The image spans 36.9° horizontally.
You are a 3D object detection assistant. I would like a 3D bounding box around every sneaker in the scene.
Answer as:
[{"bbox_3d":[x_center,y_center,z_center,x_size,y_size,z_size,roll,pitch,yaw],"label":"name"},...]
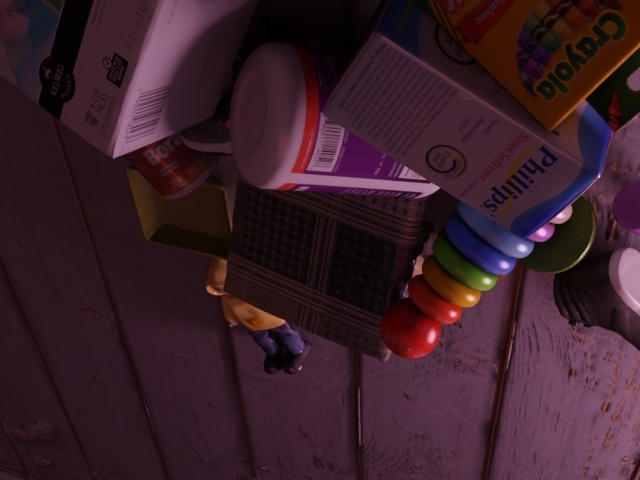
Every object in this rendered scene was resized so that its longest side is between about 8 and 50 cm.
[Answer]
[{"bbox_3d":[-0.104,-0.223,1.359,0.295,0.124,0.178,-10,135,25],"label":"sneaker"},{"bbox_3d":[0.468,0.117,1.474,0.147,0.104,0.296,-6,137,49],"label":"sneaker"}]

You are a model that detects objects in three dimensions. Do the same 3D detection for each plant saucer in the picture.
[{"bbox_3d":[-0.232,-0.057,1.679,0.188,0.045,0.188,13,139,16],"label":"plant saucer"}]

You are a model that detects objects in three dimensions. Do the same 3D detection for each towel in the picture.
[{"bbox_3d":[0.000,0.000,1.497,0.324,0.056,0.312,22,120,22],"label":"towel"}]

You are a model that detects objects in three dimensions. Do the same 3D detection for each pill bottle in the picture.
[{"bbox_3d":[-0.266,-0.177,1.502,0.121,0.121,0.216,-15,127,39],"label":"pill bottle"},{"bbox_3d":[0.057,-0.148,1.238,0.323,0.181,0.181,2,150,-27],"label":"pill bottle"}]

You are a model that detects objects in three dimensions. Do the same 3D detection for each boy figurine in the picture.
[{"bbox_3d":[-0.115,0.133,1.798,0.177,0.092,0.285,-1,137,33],"label":"boy figurine"}]

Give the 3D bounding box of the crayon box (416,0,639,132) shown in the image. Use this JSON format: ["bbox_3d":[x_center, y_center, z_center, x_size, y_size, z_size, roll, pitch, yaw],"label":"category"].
[{"bbox_3d":[0.220,-0.250,0.943,0.318,0.081,0.202,45,149,5],"label":"crayon box"}]

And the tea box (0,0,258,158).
[{"bbox_3d":[-0.251,-0.336,1.117,0.323,0.220,0.329,36,124,13],"label":"tea box"}]

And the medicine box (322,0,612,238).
[{"bbox_3d":[0.191,-0.196,1.125,0.289,0.263,0.149,31,141,-7],"label":"medicine box"}]

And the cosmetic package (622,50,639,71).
[{"bbox_3d":[0.407,-0.262,0.929,0.385,0.156,0.217,31,143,24],"label":"cosmetic package"}]

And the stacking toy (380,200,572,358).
[{"bbox_3d":[0.203,0.040,1.367,0.141,0.141,0.330,33,107,-10],"label":"stacking toy"}]

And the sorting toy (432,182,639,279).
[{"bbox_3d":[0.349,0.005,1.426,0.365,0.127,0.126,-18,154,37],"label":"sorting toy"}]

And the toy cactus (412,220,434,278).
[{"bbox_3d":[0.108,0.009,1.552,0.219,0.112,0.180,-21,141,39],"label":"toy cactus"}]
